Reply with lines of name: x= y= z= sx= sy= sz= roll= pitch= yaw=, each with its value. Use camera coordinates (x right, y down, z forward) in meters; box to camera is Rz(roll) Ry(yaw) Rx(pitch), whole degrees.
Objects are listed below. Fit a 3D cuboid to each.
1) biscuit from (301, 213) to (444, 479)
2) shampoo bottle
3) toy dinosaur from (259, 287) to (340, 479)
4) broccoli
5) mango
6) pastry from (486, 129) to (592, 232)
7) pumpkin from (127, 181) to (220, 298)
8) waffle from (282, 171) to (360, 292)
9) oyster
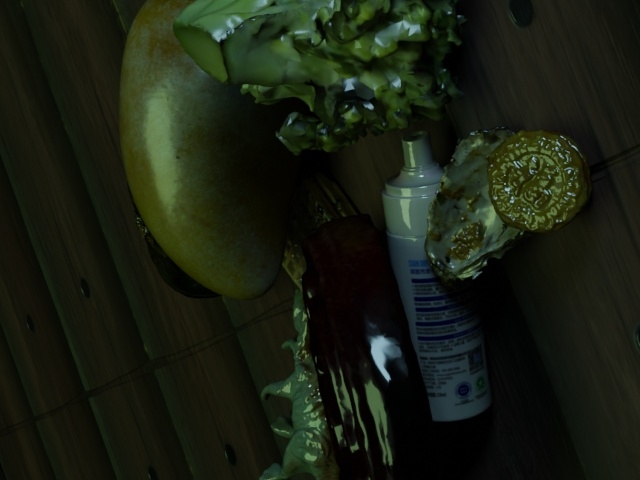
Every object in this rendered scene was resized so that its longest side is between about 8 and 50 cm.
biscuit: x=0.049 y=0.176 z=1.691 sx=0.407 sy=0.091 sz=0.407 roll=169 pitch=90 yaw=-84
shampoo bottle: x=0.118 y=0.035 z=1.643 sx=0.092 sy=0.092 sz=0.303 roll=16 pitch=120 yaw=56
toy dinosaur: x=-0.009 y=0.269 z=2.001 sx=0.205 sy=0.092 sz=0.393 roll=-37 pitch=66 yaw=53
broccoli: x=0.002 y=-0.243 z=1.571 sx=0.334 sy=0.272 sz=0.324 roll=39 pitch=177 yaw=34
mango: x=-0.120 y=-0.120 z=1.821 sx=0.199 sy=0.221 sz=0.384 roll=-174 pitch=74 yaw=-69
pastry: x=0.203 y=-0.055 z=1.461 sx=0.109 sy=0.057 sz=0.097 roll=24 pitch=103 yaw=26
pumpkin: x=-0.160 y=-0.035 z=2.013 sx=0.224 sy=0.157 sz=0.223 roll=164 pitch=90 yaw=-80
waffle: x=-0.001 y=0.000 z=1.876 sx=0.102 sy=0.042 sz=0.148 roll=56 pitch=147 yaw=26
oyster: x=0.161 y=-0.028 z=1.546 sx=0.105 sy=0.056 sz=0.177 roll=25 pitch=110 yaw=16
